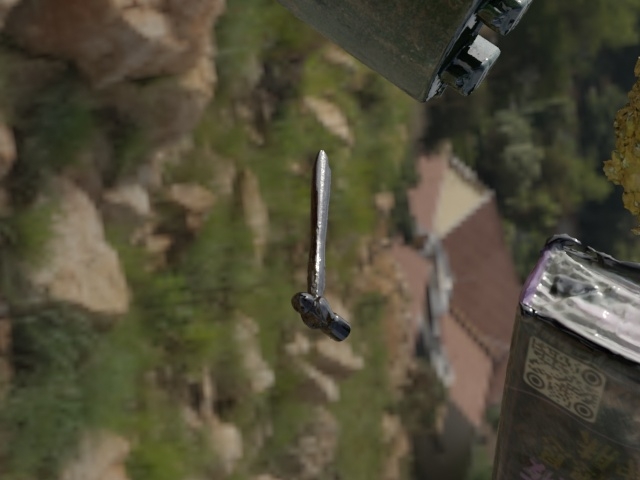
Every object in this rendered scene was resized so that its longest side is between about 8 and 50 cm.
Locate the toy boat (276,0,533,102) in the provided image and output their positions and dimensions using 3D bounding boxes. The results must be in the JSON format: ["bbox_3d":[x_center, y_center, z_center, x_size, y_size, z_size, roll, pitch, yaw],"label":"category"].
[{"bbox_3d":[0.010,-0.239,1.343,0.092,0.319,0.141,-46,169,-53],"label":"toy boat"}]

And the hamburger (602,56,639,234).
[{"bbox_3d":[0.272,-0.091,1.026,0.139,0.261,0.243,43,31,15],"label":"hamburger"}]

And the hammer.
[{"bbox_3d":[0.000,0.000,1.403,0.065,0.021,0.178,43,35,-39],"label":"hammer"}]

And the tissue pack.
[{"bbox_3d":[0.288,0.179,1.583,0.122,0.259,0.361,-56,159,-30],"label":"tissue pack"}]
